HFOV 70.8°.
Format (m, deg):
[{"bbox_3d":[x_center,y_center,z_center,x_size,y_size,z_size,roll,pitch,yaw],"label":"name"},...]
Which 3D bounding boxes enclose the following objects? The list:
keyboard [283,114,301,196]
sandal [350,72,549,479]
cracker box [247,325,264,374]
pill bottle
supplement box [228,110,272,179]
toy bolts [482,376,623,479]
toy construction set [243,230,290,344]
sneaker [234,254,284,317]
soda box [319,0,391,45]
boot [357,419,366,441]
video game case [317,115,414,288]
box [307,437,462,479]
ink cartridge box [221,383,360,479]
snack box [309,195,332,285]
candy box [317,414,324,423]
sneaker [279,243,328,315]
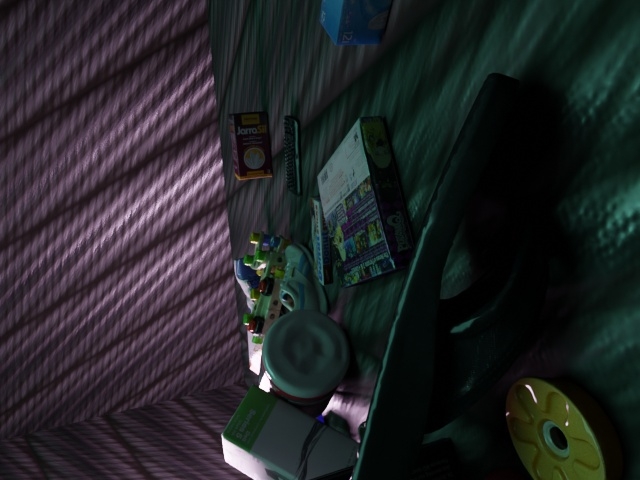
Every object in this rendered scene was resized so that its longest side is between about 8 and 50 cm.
[{"bbox_3d":[-0.072,-0.204,1.076,0.108,0.023,0.180,-130,36,-60],"label":"keyboard"},{"bbox_3d":[0.114,0.091,0.398,0.167,0.106,0.447,-22,-53,-75],"label":"sandal"},{"bbox_3d":[-0.151,0.352,1.419,0.155,0.067,0.233,25,130,28],"label":"cracker box"},{"bbox_3d":[-0.049,0.299,0.989,0.319,0.176,0.177,104,152,-52],"label":"pill bottle"},{"bbox_3d":[-0.207,-0.283,1.339,0.081,0.103,0.189,-138,42,-64],"label":"supplement box"},{"bbox_3d":[0.140,0.242,0.370,0.229,0.158,0.219,118,140,-63],"label":"toy bolts"},{"bbox_3d":[-0.142,0.148,1.208,0.215,0.150,0.329,-158,67,-64],"label":"toy construction set"},{"bbox_3d":[-0.190,0.206,1.533,0.182,0.127,0.316,-163,58,-67],"label":"sneaker"},{"bbox_3d":[0.053,-0.341,0.517,0.210,0.067,0.071,101,154,-49],"label":"soda box"},{"bbox_3d":[0.056,0.413,0.699,0.085,0.178,0.237,105,150,-53],"label":"boot"},{"bbox_3d":[0.059,-0.043,0.692,0.232,0.041,0.211,139,121,-71],"label":"video game case"},{"bbox_3d":[0.024,0.431,0.488,0.179,0.342,0.313,-51,48,49],"label":"box"},{"bbox_3d":[-0.047,0.427,0.885,0.115,0.272,0.199,-56,-14,-37],"label":"ink cartridge box"},{"bbox_3d":[0.000,0.000,0.942,0.064,0.022,0.179,-145,49,-66],"label":"snack box"},{"bbox_3d":[-0.035,0.642,1.216,0.317,0.122,0.269,109,147,-54],"label":"candy box"},{"bbox_3d":[-0.055,0.095,1.053,0.088,0.092,0.229,96,159,-44],"label":"sneaker"}]
